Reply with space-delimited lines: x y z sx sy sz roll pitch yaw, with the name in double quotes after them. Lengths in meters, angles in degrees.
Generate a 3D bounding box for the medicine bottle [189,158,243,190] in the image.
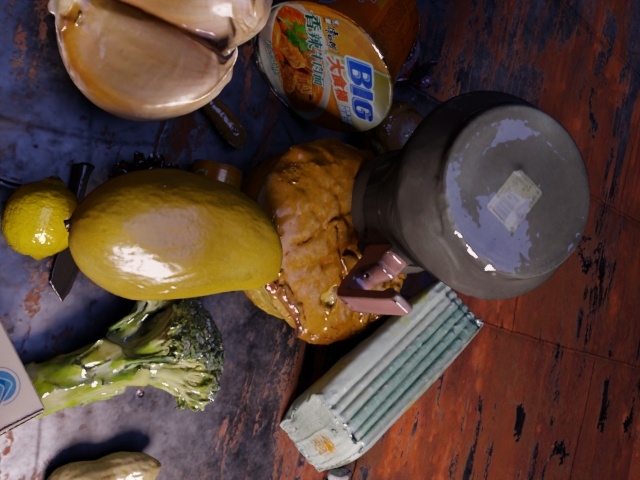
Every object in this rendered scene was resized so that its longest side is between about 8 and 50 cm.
-0.205 -0.043 1.116 0.096 0.096 0.192 18 82 -38 "medicine bottle"

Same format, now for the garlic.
-0.248 -0.340 0.973 0.313 0.249 0.286 13 58 -13 "garlic"

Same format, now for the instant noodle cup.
0.050 -0.382 1.190 0.296 0.296 0.214 52 55 -29 "instant noodle cup"

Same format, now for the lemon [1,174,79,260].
-0.420 -0.035 0.938 0.109 0.109 0.133 14 91 -38 "lemon"

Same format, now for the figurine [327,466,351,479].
0.056 0.602 1.349 0.193 0.140 0.265 -19 130 -54 "figurine"

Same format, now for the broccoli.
-0.335 0.178 0.989 0.361 0.221 0.252 1 124 -36 "broccoli"

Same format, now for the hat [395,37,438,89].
0.187 -0.391 1.412 0.140 0.129 0.227 -41 147 17 "hat"

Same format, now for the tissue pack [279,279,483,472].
0.125 0.276 1.279 0.388 0.287 0.162 -37 79 -31 "tissue pack"

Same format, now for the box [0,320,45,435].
-0.530 0.121 0.803 0.200 0.065 0.343 -27 89 -43 "box"

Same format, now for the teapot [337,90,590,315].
0.191 -0.033 1.000 0.305 0.362 0.376 43 75 -12 "teapot"

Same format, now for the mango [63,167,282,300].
-0.207 -0.010 0.937 0.332 0.142 0.195 -3 105 -31 "mango"

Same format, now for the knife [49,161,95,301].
-0.398 -0.012 1.015 0.060 0.028 0.230 16 85 -50 "knife"

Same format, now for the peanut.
-0.358 0.397 1.036 0.187 0.082 0.082 -2 94 -37 "peanut"

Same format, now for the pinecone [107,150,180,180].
-0.290 -0.083 1.030 0.140 0.140 0.121 -28 69 -34 "pinecone"

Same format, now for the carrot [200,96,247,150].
-0.214 -0.269 1.131 0.049 0.049 0.254 -49 116 -25 "carrot"

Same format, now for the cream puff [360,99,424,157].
0.155 -0.239 1.375 0.165 0.115 0.150 40 76 -43 "cream puff"

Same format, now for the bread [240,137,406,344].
0.000 0.000 1.210 0.398 0.215 0.398 -5 98 -38 "bread"
